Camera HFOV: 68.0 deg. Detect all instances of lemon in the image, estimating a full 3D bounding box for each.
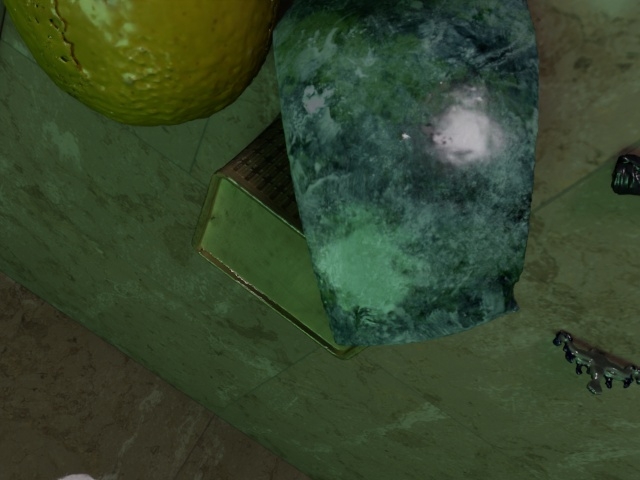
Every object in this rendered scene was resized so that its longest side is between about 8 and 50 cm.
[{"bbox_3d":[-0.162,-0.254,0.445,0.258,0.257,0.310,29,145,4],"label":"lemon"}]

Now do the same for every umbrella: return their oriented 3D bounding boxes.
[{"bbox_3d":[0.388,-0.051,0.457,0.189,0.050,0.046,11,160,25],"label":"umbrella"}]

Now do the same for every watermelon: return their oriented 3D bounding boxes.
[{"bbox_3d":[0.086,-0.095,0.500,0.229,0.386,0.258,-5,174,8],"label":"watermelon"}]

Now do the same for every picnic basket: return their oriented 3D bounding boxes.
[{"bbox_3d":[0.000,0.000,0.694,0.313,0.175,0.228,37,144,0],"label":"picnic basket"}]

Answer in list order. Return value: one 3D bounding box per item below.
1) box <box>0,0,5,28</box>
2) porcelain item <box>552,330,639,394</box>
[{"bbox_3d":[-0.603,-0.412,0.738,0.200,0.065,0.343,45,141,-18],"label":"box"},{"bbox_3d":[0.407,0.194,0.699,0.136,0.075,0.021,26,142,9],"label":"porcelain item"}]
